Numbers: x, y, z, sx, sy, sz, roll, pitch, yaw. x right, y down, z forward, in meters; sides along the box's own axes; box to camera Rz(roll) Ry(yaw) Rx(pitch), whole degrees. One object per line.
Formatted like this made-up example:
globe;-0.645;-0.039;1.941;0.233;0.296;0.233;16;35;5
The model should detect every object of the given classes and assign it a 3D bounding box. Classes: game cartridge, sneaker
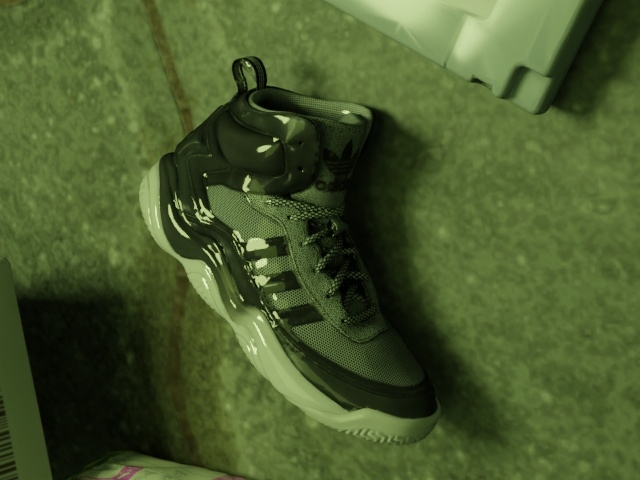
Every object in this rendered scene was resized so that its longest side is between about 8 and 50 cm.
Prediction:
game cartridge;0.055;-0.232;0.717;0.297;0.062;0.198;34;110;21
sneaker;0.000;0.000;0.762;0.268;0.101;0.153;46;121;19

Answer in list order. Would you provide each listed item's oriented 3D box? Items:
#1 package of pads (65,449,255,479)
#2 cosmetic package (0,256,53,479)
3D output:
package of pads;-0.064;0.286;0.856;0.297;0.101;0.229;8;104;30
cosmetic package;-0.411;0.152;0.947;0.453;0.161;0.230;-9;93;46
